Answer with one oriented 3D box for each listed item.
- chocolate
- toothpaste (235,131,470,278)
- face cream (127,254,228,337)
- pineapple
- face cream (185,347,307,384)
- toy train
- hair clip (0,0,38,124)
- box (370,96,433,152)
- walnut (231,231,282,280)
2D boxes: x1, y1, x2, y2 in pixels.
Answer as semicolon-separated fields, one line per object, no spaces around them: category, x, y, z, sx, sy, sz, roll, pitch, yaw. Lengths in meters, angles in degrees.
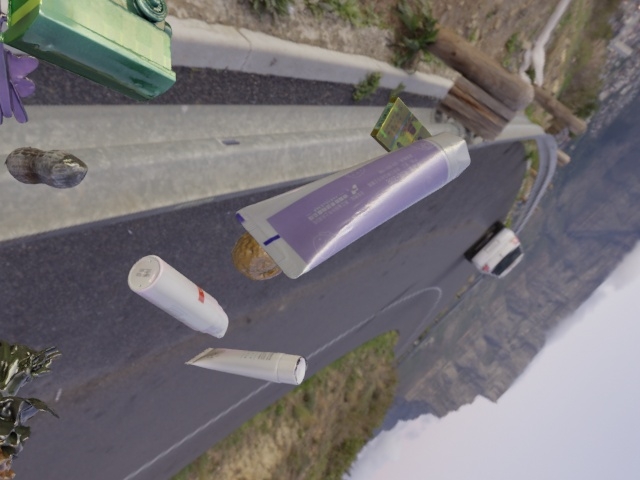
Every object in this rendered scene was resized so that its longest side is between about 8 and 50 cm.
chocolate;-0.751;-0.198;1.420;0.110;0.248;0.110;6;90;-69
toothpaste;0.068;-0.069;0.728;0.371;0.125;0.080;-27;150;-33
face cream;-0.346;0.156;1.335;0.102;0.102;0.345;-43;145;-5
pineapple;-0.436;0.258;0.670;0.310;0.170;0.141;-87;173;-48
face cream;-0.148;0.250;1.062;0.092;0.244;0.058;-18;109;-68
toy train;-0.389;-0.382;0.904;0.120;0.202;0.301;-14;164;32
hair clip;-0.633;-0.368;1.022;0.137;0.090;0.278;-17;138;-32
box;0.224;-0.286;1.421;0.193;0.030;0.121;32;86;-42
walnut;-0.163;0.035;1.507;0.184;0.155;0.155;-22;176;27
